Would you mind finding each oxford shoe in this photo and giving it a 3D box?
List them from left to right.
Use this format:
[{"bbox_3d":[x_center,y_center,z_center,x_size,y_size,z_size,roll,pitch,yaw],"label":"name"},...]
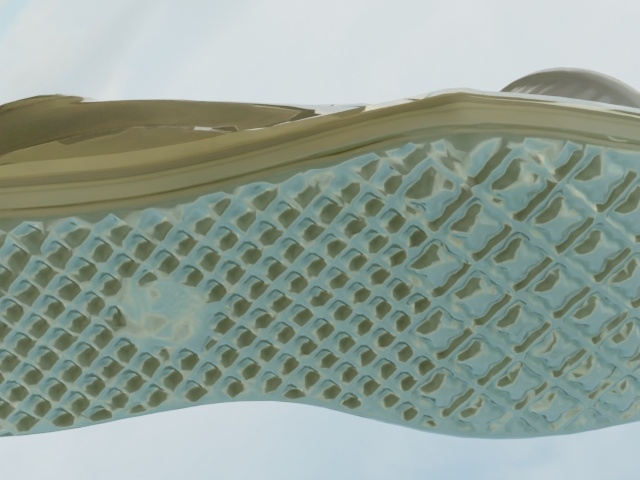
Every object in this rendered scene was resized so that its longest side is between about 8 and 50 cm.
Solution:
[{"bbox_3d":[0.000,0.000,0.512,0.450,0.169,0.130,-2,-151,3],"label":"oxford shoe"}]

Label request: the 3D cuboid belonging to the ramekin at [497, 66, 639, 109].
[{"bbox_3d":[0.219,-0.019,1.082,0.127,0.272,0.273,-28,-163,-36],"label":"ramekin"}]
